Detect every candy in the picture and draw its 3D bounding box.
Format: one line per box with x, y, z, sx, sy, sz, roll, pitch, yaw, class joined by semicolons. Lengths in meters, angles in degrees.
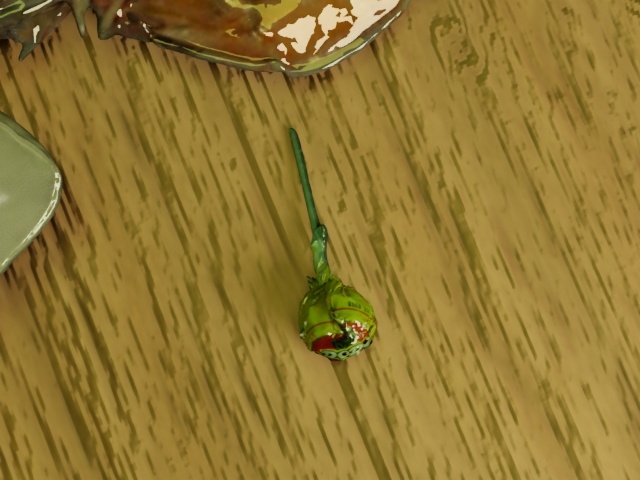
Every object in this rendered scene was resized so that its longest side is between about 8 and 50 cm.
0.000;0.000;0.756;0.035;0.035;0.123;5;65;-42;candy

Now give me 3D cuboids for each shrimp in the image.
-0.064;-0.141;0.762;0.316;0.062;0.164;-29;85;-6;shrimp

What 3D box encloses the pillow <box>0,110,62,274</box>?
-0.301;0.024;0.688;0.255;0.120;0.322;38;84;-19;pillow
